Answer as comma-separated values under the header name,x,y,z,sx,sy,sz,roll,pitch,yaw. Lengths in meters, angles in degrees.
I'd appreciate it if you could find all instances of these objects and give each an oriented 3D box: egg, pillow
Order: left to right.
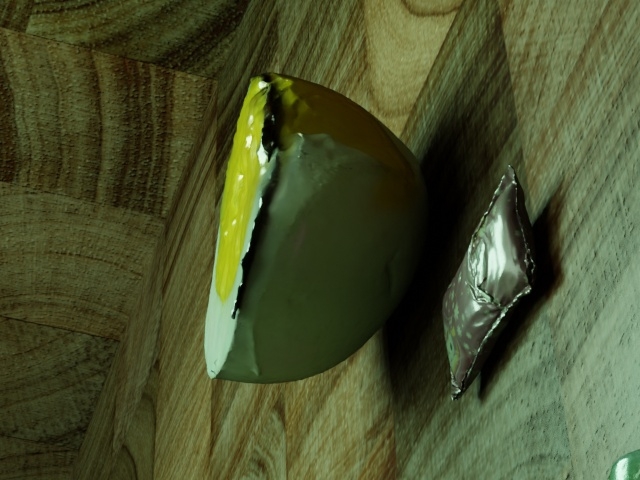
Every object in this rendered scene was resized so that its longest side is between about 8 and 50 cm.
name,x,y,z,sx,sy,sz,roll,pitch,yaw
egg,0.000,0.000,1.885,0.337,0.201,0.337,-168,90,-84
pillow,0.142,0.039,1.611,0.185,0.043,0.118,113,157,-47

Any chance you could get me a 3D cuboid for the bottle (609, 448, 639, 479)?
name,x,y,z,sx,sy,sz,roll,pitch,yaw
bottle,0.198,0.280,1.052,0.093,0.093,0.330,127,152,-60
